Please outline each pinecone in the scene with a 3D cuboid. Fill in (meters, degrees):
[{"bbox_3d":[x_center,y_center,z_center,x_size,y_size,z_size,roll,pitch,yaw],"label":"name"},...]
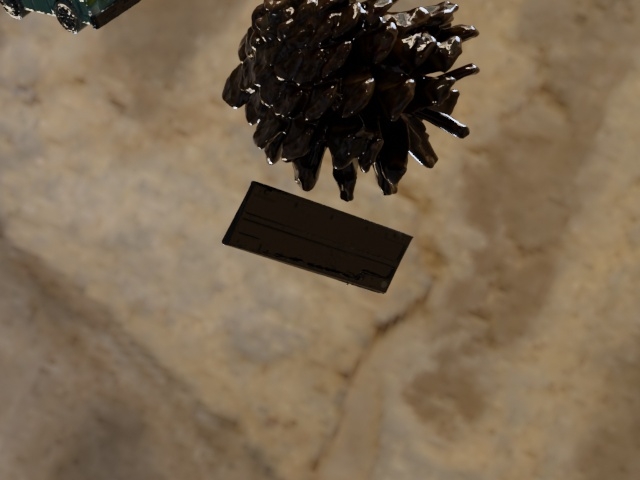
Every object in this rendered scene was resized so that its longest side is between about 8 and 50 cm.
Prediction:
[{"bbox_3d":[0.031,-0.139,1.668,0.202,0.201,0.229,118,-21,-50],"label":"pinecone"}]

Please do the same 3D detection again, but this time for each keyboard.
[{"bbox_3d":[0.000,0.000,1.713,0.010,0.198,0.063,36,-77,48],"label":"keyboard"}]

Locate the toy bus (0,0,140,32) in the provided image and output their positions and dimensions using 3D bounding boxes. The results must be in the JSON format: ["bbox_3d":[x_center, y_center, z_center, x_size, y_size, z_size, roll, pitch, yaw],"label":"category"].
[{"bbox_3d":[-0.211,-0.226,1.527,0.160,0.091,0.079,17,-135,42],"label":"toy bus"}]
